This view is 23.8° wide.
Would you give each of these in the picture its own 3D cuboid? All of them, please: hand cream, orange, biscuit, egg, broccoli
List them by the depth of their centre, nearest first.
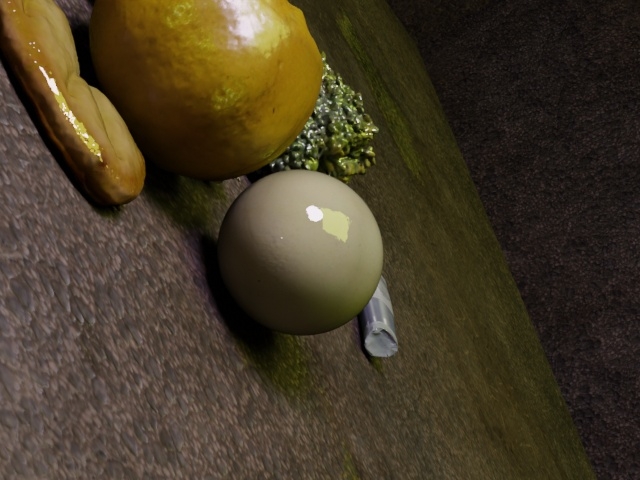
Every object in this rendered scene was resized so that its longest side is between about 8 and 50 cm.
[{"bbox_3d":[-0.261,-0.168,1.506,0.299,0.045,0.154,61,14,2],"label":"biscuit"},{"bbox_3d":[-0.124,-0.205,1.685,0.279,0.235,0.279,-24,90,-82],"label":"orange"},{"bbox_3d":[-0.020,0.015,1.725,0.186,0.186,0.241,64,8,14],"label":"egg"},{"bbox_3d":[-0.013,-0.158,2.137,0.242,0.180,0.273,65,13,22],"label":"broccoli"},{"bbox_3d":[0.080,0.093,2.257,0.079,0.048,0.255,54,14,-23],"label":"hand cream"}]

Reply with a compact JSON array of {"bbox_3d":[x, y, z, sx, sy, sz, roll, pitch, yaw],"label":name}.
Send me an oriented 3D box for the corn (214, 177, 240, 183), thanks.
[{"bbox_3d":[-0.144,-0.223,1.903,0.126,0.126,0.335,39,25,-59],"label":"corn"}]
